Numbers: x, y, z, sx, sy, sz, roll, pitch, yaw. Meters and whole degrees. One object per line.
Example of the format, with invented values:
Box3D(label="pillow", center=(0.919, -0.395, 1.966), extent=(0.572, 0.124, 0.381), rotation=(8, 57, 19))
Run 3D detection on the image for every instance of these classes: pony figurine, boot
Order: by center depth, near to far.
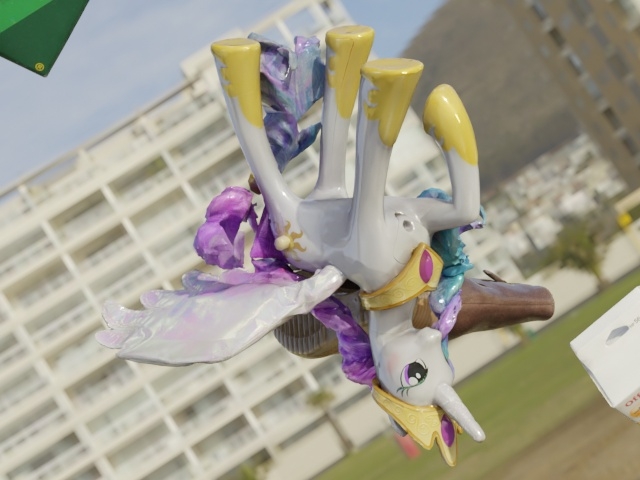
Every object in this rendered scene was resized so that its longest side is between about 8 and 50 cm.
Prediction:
Box3D(label="pony figurine", center=(0.000, 0.000, 1.430), extent=(0.351, 0.363, 0.303), rotation=(14, 28, 42))
Box3D(label="boot", center=(0.086, 0.074, 1.643), extent=(0.207, 0.090, 0.248), rotation=(3, -5, -33))

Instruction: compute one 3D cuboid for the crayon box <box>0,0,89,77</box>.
Box3D(label="crayon box", center=(-0.312, -0.349, 1.302), extent=(0.313, 0.363, 0.106), rotation=(-56, 20, 27))

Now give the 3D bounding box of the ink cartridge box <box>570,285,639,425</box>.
Box3D(label="ink cartridge box", center=(0.318, 0.120, 1.567), extent=(0.092, 0.090, 0.143), rotation=(-43, -44, 15))
